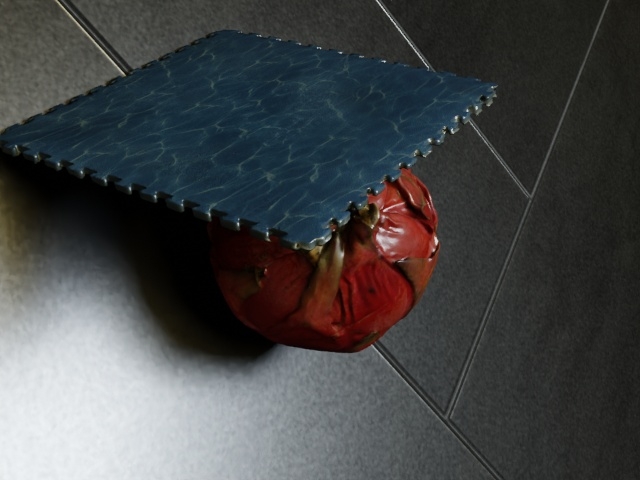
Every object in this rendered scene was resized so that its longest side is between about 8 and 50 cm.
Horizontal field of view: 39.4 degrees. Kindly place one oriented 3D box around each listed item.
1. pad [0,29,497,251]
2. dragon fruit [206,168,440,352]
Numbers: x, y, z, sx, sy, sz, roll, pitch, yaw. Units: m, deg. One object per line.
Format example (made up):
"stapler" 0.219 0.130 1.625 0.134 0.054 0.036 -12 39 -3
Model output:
"pad" -0.045 -0.089 0.628 0.269 0.269 0.012 -41 139 -47
"dragon fruit" 0.000 0.000 0.664 0.209 0.172 0.172 -45 112 -87
